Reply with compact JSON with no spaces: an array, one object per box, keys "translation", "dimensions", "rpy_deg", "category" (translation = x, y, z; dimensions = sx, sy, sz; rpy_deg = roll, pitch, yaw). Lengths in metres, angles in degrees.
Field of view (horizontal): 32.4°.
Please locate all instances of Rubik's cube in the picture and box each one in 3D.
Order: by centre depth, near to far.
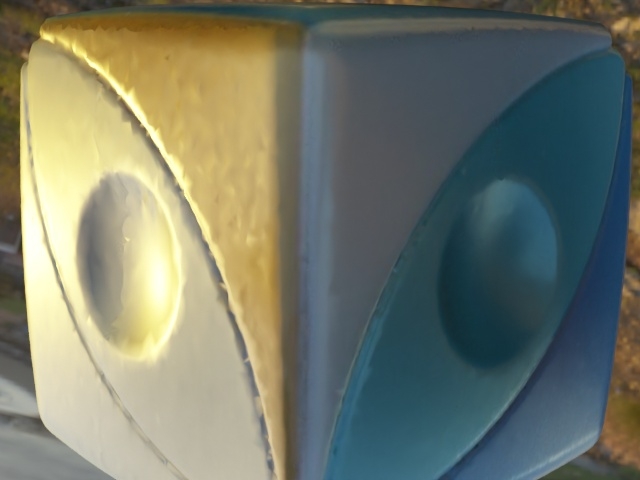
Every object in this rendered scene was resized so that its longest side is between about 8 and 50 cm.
[{"translation":[0.000,0.000,0.835],"dimensions":[0.351,0.347,0.352],"rpy_deg":[-8,-167,-44],"category":"Rubik's cube"}]
